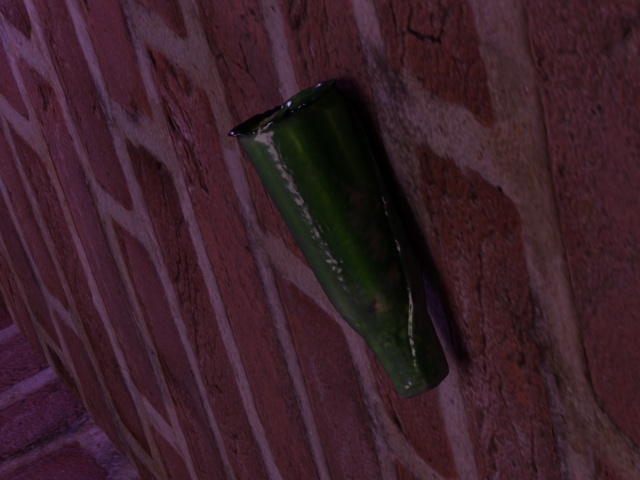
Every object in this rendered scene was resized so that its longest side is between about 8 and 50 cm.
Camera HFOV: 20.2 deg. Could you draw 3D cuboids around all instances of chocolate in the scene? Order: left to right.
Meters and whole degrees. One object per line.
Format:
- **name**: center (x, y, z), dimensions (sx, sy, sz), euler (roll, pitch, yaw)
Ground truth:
- **chocolate**: center (0.033, 0.005, 1.603), dimensions (0.291, 0.110, 0.110), euler (63, 162, -12)
